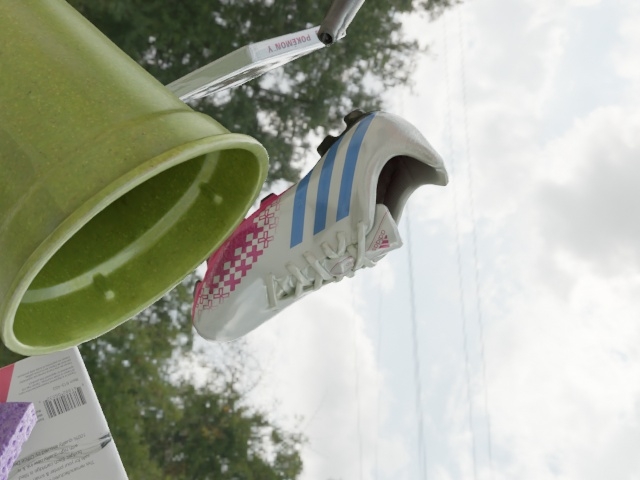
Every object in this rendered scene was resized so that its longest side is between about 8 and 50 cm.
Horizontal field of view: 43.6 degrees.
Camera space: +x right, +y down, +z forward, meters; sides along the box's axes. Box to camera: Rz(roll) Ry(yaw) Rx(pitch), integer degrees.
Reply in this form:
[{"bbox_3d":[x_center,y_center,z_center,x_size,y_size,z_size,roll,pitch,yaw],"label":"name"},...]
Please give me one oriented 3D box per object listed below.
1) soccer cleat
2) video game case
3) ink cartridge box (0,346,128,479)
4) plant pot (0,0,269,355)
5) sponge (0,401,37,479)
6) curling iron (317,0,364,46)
[{"bbox_3d":[0.000,0.000,0.862,0.331,0.116,0.143,-48,-124,-3],"label":"soccer cleat"},{"bbox_3d":[-0.096,-0.202,0.944,0.201,0.183,0.023,-15,-78,40],"label":"video game case"},{"bbox_3d":[-0.375,0.279,1.083,0.237,0.172,0.100,68,-20,4],"label":"ink cartridge box"},{"bbox_3d":[-0.232,-0.081,0.726,0.254,0.276,0.276,49,-46,13],"label":"plant pot"},{"bbox_3d":[-0.425,0.217,0.848,0.117,0.210,0.031,-89,178,-63],"label":"sponge"},{"bbox_3d":[0.053,-0.257,0.712,0.068,0.035,0.274,111,1,-51],"label":"curling iron"}]
